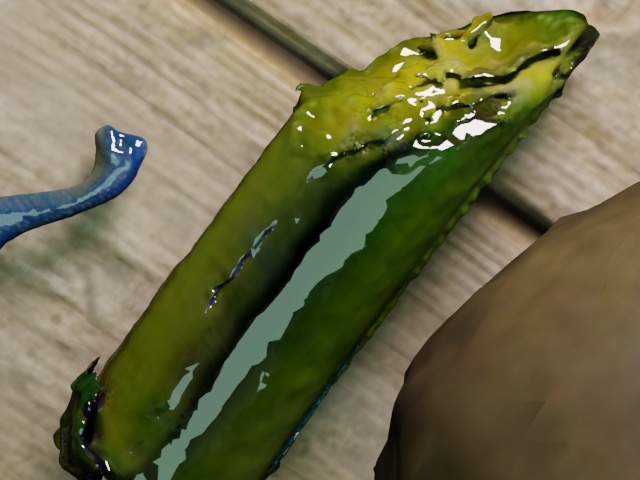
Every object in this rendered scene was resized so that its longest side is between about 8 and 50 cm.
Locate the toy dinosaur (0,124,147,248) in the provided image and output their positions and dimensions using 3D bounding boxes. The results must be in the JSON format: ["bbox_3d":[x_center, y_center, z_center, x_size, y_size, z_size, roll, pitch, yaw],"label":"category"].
[{"bbox_3d":[-0.212,0.043,1.023,0.188,0.075,0.248,10,94,-7],"label":"toy dinosaur"}]

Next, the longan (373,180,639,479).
[{"bbox_3d":[0.253,0.164,0.907,0.436,0.404,0.404,39,98,17],"label":"longan"}]

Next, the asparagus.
[{"bbox_3d":[0.000,0.000,1.006,0.128,0.108,0.382,37,95,-7],"label":"asparagus"}]
